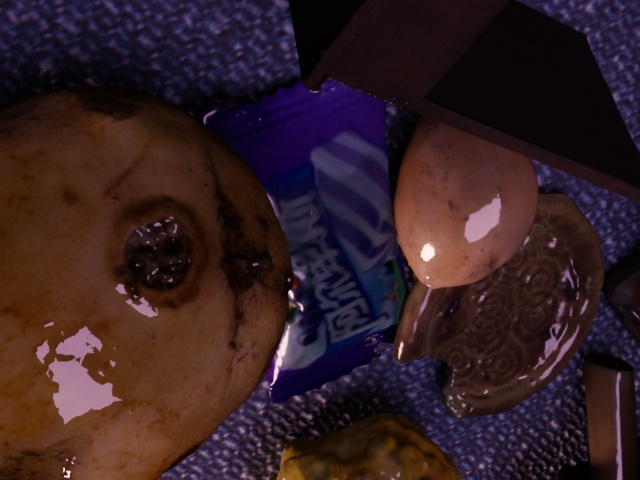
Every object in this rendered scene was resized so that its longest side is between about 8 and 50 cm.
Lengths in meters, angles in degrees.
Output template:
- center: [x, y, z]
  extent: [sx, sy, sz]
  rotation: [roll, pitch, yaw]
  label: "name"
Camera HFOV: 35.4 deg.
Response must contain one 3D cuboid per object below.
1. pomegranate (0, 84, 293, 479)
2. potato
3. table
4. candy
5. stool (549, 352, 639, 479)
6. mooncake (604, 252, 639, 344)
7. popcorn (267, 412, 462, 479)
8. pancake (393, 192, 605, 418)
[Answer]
- center: [-0.145, 0.034, 0.617]
  extent: [0.261, 0.260, 0.260]
  rotation: [-9, 122, -15]
  label: "pomegranate"
- center: [0.107, -0.038, 0.742]
  extent: [0.112, 0.112, 0.146]
  rotation: [3, 82, -22]
  label: "potato"
- center: [0.158, -0.192, 0.590]
  extent: [0.282, 0.196, 0.250]
  rotation: [17, 132, -29]
  label: "table"
- center: [0.000, 0.000, 0.766]
  extent: [0.145, 0.070, 0.275]
  rotation: [-23, 123, -17]
  label: "candy"
- center: [0.349, 0.229, 0.927]
  extent: [0.272, 0.272, 0.178]
  rotation: [8, 103, -24]
  label: "stool"
- center: [0.335, 0.050, 0.916]
  extent: [0.125, 0.073, 0.130]
  rotation: [-46, 121, 10]
  label: "mooncake"
- center: [0.037, 0.234, 0.872]
  extent: [0.198, 0.155, 0.197]
  rotation: [0, 130, 0]
  label: "popcorn"
- center: [0.161, 0.059, 0.871]
  extent: [0.212, 0.029, 0.235]
  rotation: [-49, 131, 2]
  label: "pancake"
